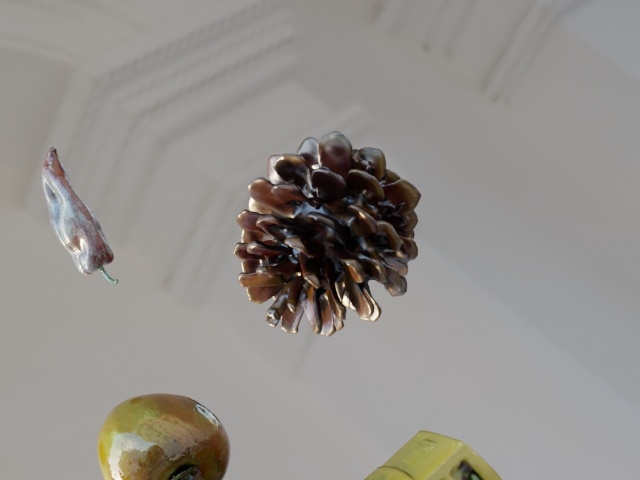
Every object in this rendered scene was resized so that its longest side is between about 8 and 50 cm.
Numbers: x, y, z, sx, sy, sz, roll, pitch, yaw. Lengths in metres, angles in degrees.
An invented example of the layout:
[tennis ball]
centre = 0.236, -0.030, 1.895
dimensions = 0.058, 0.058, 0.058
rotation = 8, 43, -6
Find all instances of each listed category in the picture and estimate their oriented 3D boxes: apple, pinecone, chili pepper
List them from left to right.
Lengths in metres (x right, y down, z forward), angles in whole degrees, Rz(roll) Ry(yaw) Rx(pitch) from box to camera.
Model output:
[chili pepper]
centre = -0.246, -0.020, 1.745
dimensions = 0.050, 0.153, 0.041
rotation = -29, -1, 26
[apple]
centre = -0.138, 0.182, 1.524
dimensions = 0.114, 0.102, 0.099
rotation = -22, -51, -17
[pinecone]
centre = 0.007, 0.007, 2.245
dimensions = 0.264, 0.264, 0.264
rotation = -47, -15, -17

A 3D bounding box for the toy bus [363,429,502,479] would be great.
[toy bus]
centre = 0.019, 0.308, 1.472
dimensions = 0.335, 0.123, 0.121
rotation = -40, 15, -15
